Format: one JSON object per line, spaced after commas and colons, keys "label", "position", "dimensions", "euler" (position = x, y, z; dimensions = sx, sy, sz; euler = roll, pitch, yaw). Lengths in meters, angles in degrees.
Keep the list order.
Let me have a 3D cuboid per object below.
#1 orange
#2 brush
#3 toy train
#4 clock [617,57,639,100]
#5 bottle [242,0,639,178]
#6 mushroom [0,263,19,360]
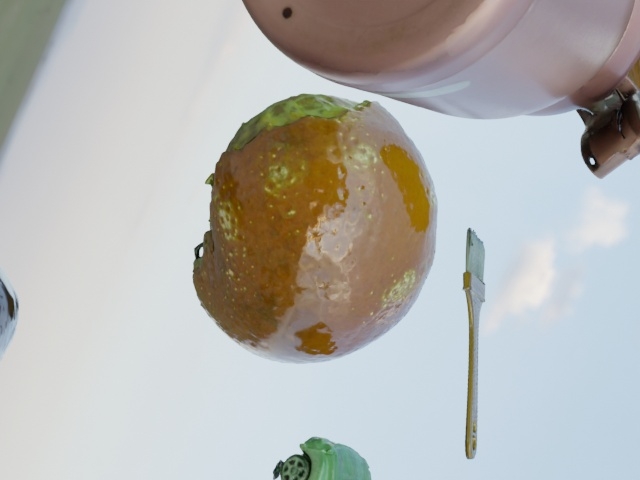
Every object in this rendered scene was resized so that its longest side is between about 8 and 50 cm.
{"label": "orange", "position": [0.002, 0.006, 1.418], "dimensions": [0.158, 0.179, 0.237], "euler": [58, -29, 24]}
{"label": "brush", "position": [0.144, 0.099, 1.753], "dimensions": [0.082, 0.010, 0.218], "euler": [40, 51, -70]}
{"label": "toy train", "position": [0.005, 0.233, 1.443], "dimensions": [0.081, 0.099, 0.149], "euler": [9, -103, 34]}
{"label": "clock", "position": [0.368, -0.122, 1.468], "dimensions": [0.244, 0.317, 0.200], "euler": [-51, -158, -13]}
{"label": "bottle", "position": [0.092, -0.137, 1.014], "dimensions": [0.173, 0.206, 0.297], "euler": [-36, 163, 17]}
{"label": "mushroom", "position": [-0.210, 0.060, 0.859], "dimensions": [0.151, 0.156, 0.286], "euler": [-32, -178, -2]}
